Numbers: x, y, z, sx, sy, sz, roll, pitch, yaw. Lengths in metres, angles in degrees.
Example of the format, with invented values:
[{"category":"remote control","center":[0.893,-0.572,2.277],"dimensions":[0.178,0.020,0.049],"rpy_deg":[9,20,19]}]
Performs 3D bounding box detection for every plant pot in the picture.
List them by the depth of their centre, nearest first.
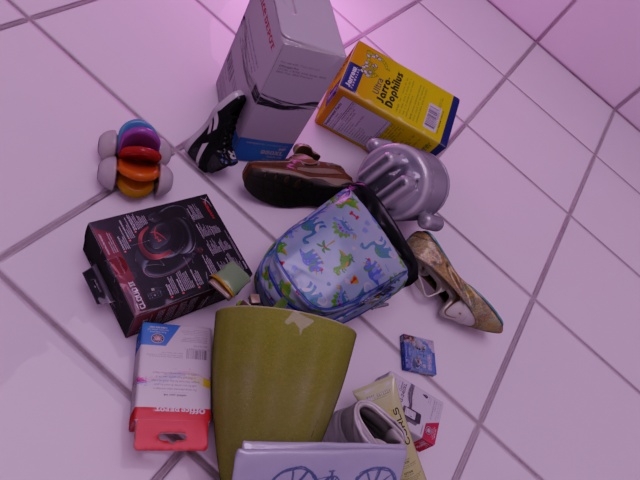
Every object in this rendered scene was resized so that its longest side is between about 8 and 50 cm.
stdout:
[{"category":"plant pot","center":[-0.087,0.297,1.005],"dimensions":[0.275,0.275,0.293],"rpy_deg":[17,68,-19]}]

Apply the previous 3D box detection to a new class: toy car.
[{"category":"toy car","center":[-0.406,-0.191,1.218],"dimensions":[0.159,0.136,0.181],"rpy_deg":[5,57,-27]}]

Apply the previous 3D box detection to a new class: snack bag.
[{"category":"snack bag","center":[-0.017,0.505,0.919],"dimensions":[0.324,0.037,0.342],"rpy_deg":[9,92,-25]}]

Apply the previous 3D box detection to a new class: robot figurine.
[{"category":"robot figurine","center":[0.228,-0.151,1.469],"dimensions":[0.299,0.200,0.354],"rpy_deg":[62,25,11]}]

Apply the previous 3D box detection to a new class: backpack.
[{"category":"backpack","center":[0.021,0.056,1.220],"dimensions":[0.356,0.273,0.290],"rpy_deg":[-30,85,-11]}]

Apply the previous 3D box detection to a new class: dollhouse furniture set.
[{"category":"dollhouse furniture set","center":[-0.142,0.096,1.074],"dimensions":[0.152,0.058,0.076],"rpy_deg":[42,49,3]}]

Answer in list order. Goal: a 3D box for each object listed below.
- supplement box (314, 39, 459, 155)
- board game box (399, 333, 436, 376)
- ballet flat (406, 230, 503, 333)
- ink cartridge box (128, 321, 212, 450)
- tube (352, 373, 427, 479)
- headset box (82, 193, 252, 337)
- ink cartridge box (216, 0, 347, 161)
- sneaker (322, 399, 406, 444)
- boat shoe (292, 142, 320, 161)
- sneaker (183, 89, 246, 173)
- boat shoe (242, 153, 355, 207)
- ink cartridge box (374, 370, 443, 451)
[{"category":"supplement box","center":[0.198,-0.387,1.631],"dimensions":[0.357,0.194,0.195],"rpy_deg":[26,64,-12]},{"category":"board game box","center":[0.239,0.280,1.338],"dimensions":[0.090,0.020,0.090],"rpy_deg":[17,52,-21]},{"category":"ballet flat","center":[0.331,0.133,1.432],"dimensions":[0.348,0.123,0.123],"rpy_deg":[51,49,-1]},{"category":"ink cartridge box","center":[-0.276,0.276,1.010],"dimensions":[0.134,0.078,0.230],"rpy_deg":[10,55,-23]},{"category":"tube","center":[0.150,0.404,1.128],"dimensions":[0.070,0.062,0.240],"rpy_deg":[-20,89,-44]},{"category":"headset box","center":[-0.325,0.047,1.118],"dimensions":[0.293,0.110,0.218],"rpy_deg":[-21,71,-38]},{"category":"ink cartridge box","center":[-0.116,-0.426,1.371],"dimensions":[0.167,0.395,0.285],"rpy_deg":[4,58,-28]},{"category":"sneaker","center":[0.118,0.452,1.054],"dimensions":[0.108,0.169,0.292],"rpy_deg":[-22,73,-40]},{"category":"boat shoe","center":[-0.047,-0.240,1.490],"dimensions":[0.045,0.050,0.135],"rpy_deg":[44,9,19]},{"category":"sneaker","center":[-0.224,-0.250,1.324],"dimensions":[0.121,0.217,0.079],"rpy_deg":[50,27,2]},{"category":"boat shoe","center":[-0.054,-0.160,1.421],"dimensions":[0.324,0.122,0.119],"rpy_deg":[7,50,-35]},{"category":"ink cartridge box","center":[0.185,0.377,1.212],"dimensions":[0.151,0.063,0.109],"rpy_deg":[32,49,-7]}]
